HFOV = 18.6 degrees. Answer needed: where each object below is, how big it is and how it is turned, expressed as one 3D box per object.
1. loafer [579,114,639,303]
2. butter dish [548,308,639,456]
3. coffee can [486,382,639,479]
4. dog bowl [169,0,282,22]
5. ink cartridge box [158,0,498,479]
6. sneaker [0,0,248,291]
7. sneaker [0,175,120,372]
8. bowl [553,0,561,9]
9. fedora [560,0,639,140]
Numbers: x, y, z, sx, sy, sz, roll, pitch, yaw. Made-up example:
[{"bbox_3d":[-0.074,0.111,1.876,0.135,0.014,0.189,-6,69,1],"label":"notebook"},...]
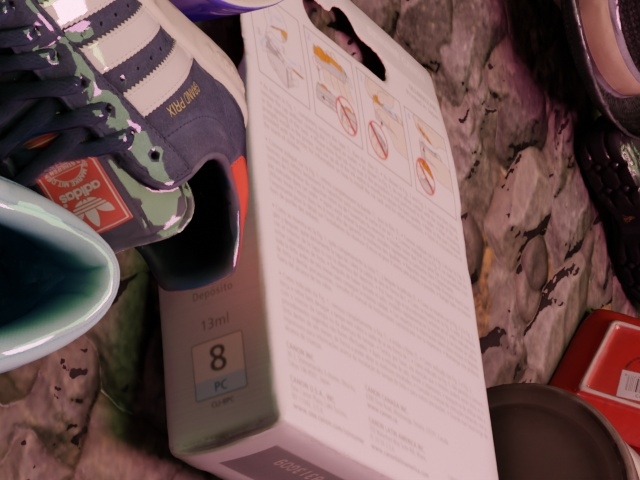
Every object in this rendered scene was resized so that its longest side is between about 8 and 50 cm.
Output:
[{"bbox_3d":[0.306,-0.024,1.810,0.078,0.076,0.223,-49,124,-40],"label":"loafer"},{"bbox_3d":[0.285,0.157,1.718,0.160,0.160,0.118,-54,154,-47],"label":"butter dish"},{"bbox_3d":[0.193,0.251,1.473,0.275,0.201,0.201,41,53,-50],"label":"coffee can"},{"bbox_3d":[-0.094,-0.259,1.145,0.265,0.104,0.265,10,78,-58],"label":"dog bowl"},{"bbox_3d":[0.000,0.000,1.331,0.308,0.091,0.385,34,42,-52],"label":"ink cartridge box"},{"bbox_3d":[-0.137,-0.071,1.007,0.350,0.131,0.148,30,45,-54],"label":"sneaker"},{"bbox_3d":[-0.227,0.006,0.853,0.366,0.150,0.135,-6,92,-59],"label":"sneaker"},{"bbox_3d":[0.248,-0.257,1.761,0.142,0.053,0.142,-6,91,-59],"label":"bowl"},{"bbox_3d":[0.331,-0.248,1.698,0.334,0.152,0.334,9,79,-59],"label":"fedora"}]
